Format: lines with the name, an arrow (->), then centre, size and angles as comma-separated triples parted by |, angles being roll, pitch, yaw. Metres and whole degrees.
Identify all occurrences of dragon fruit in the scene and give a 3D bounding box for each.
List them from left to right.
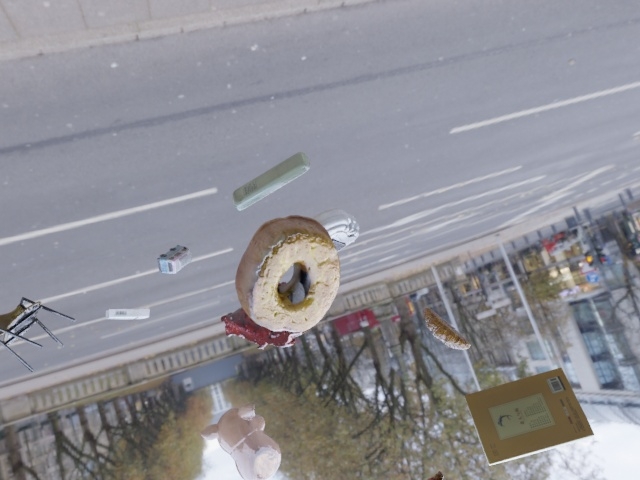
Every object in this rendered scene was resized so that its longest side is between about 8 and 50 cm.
dragon fruit -> -0.175, 0.309, 1.957 | 0.329, 0.228, 0.286 | -29, 163, 23

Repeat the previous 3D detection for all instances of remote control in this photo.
remote control -> -0.175, -0.205, 1.812 | 0.309, 0.090, 0.038 | -30, 141, 13

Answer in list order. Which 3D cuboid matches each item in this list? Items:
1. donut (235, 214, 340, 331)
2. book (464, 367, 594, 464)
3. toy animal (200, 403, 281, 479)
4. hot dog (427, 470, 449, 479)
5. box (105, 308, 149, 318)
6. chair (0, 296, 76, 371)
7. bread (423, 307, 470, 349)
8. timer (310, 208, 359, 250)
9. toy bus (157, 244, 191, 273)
donut -> -0.083, 0.096, 1.431 | 0.299, 0.317, 0.150 | -20, -155, -10
book -> 0.766, 0.651, 1.971 | 0.388, 0.269, 0.032 | -18, 144, 8
toy animal -> -0.217, 0.605, 1.566 | 0.166, 0.250, 0.154 | -37, -163, -18
hot dog -> 0.380, 1.009, 2.058 | 0.348, 0.117, 0.158 | -14, 180, -16
box -> -0.776, 0.295, 2.127 | 0.154, 0.040, 0.084 | 3, 165, -30
chair -> -0.969, 0.282, 1.718 | 0.172, 0.247, 0.159 | -53, -177, 28
bread -> 0.492, 0.364, 2.113 | 0.076, 0.233, 0.105 | -52, 150, 12
timer -> 0.000, 0.000, 1.638 | 0.237, 0.087, 0.262 | -32, 164, 14
toy bus -> -0.485, 0.064, 1.784 | 0.075, 0.060, 0.123 | 6, -156, 19
